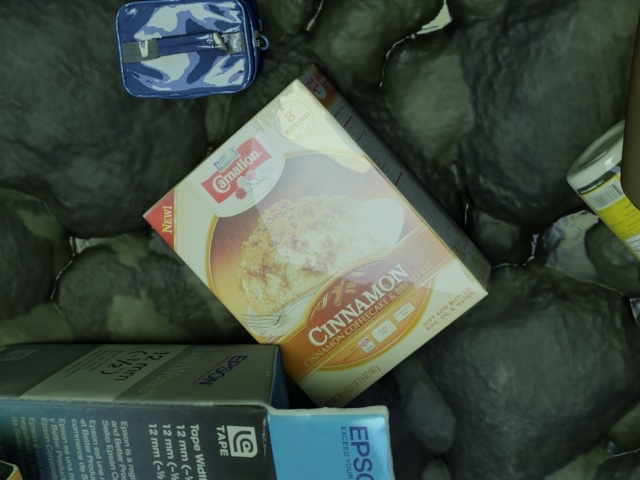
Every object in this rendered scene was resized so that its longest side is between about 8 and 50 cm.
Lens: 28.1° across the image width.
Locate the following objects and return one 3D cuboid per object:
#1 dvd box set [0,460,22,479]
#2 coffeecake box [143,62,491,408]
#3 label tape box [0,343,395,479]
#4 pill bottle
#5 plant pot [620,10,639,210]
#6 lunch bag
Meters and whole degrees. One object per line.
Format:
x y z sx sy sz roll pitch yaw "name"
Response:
-0.305 0.298 0.888 0.308 0.062 0.420 10 122 25 "dvd box set"
0.000 0.000 0.856 0.142 0.068 0.185 -40 96 18 "coffeecake box"
-0.082 0.202 0.853 0.348 0.115 0.249 -3 105 26 "label tape box"
0.219 -0.019 0.821 0.065 0.065 0.116 -41 97 16 "pill bottle"
0.274 -0.106 0.691 0.263 0.263 0.229 17 109 3 "plant pot"
-0.081 -0.127 0.833 0.098 0.065 0.067 -4 105 10 "lunch bag"
